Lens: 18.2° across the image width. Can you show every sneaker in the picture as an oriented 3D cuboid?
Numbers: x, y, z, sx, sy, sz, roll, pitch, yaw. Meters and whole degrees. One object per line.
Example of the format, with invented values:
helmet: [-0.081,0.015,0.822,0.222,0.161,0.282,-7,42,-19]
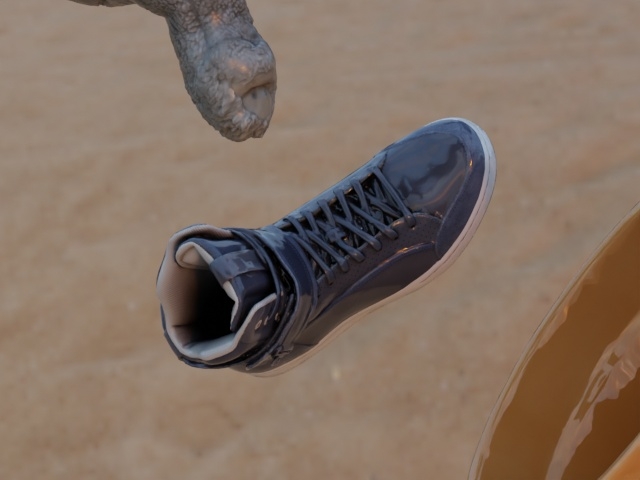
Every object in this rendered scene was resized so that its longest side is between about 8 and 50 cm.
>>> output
sneaker: [0.001,0.002,1.217,0.226,0.086,0.163,-42,-20,12]

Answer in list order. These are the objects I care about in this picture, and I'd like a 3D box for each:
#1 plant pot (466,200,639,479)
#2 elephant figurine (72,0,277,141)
plant pot: [0.251,0.117,1.205,0.203,0.291,0.291,34,6,-8]
elephant figurine: [-0.117,-0.170,0.828,0.169,0.239,0.186,-9,31,9]
